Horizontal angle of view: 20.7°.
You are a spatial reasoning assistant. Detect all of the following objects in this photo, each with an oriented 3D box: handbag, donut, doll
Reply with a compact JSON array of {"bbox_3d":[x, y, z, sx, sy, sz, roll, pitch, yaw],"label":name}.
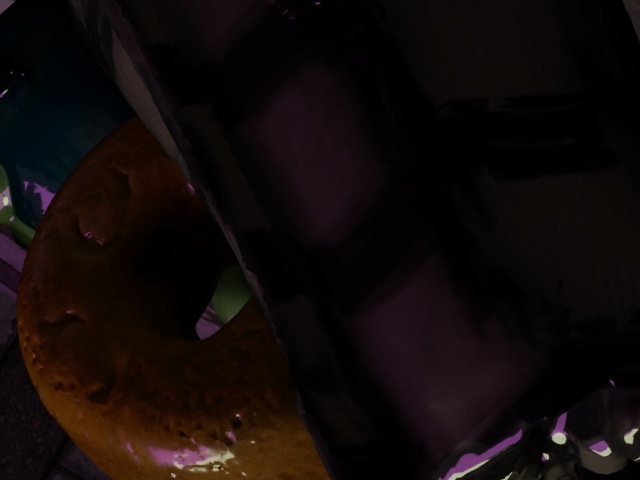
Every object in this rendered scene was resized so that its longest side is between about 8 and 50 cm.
[{"bbox_3d":[0.019,-0.044,0.601,0.325,0.162,0.327,67,179,-69],"label":"handbag"},{"bbox_3d":[-0.046,0.030,0.902,0.226,0.226,0.114,23,166,30],"label":"donut"},{"bbox_3d":[-0.098,-0.061,1.103,0.322,0.186,0.198,17,-145,-53],"label":"doll"}]
